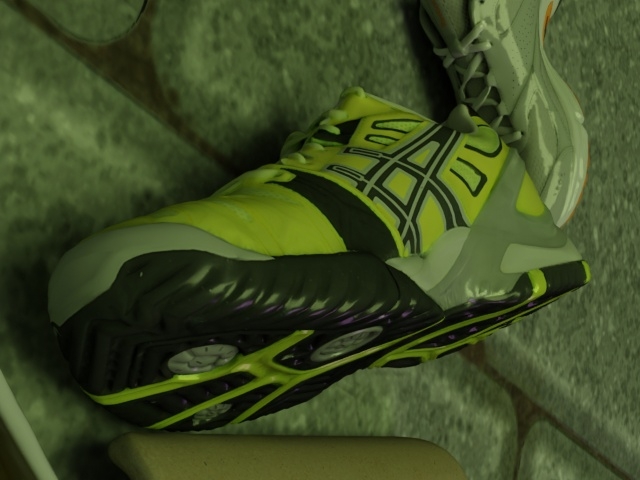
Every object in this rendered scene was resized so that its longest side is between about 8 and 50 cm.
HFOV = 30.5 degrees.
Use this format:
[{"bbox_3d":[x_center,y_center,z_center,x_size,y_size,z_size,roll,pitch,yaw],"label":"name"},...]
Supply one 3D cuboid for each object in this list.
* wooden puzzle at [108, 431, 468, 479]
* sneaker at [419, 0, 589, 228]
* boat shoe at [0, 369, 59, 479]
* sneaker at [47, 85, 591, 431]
[{"bbox_3d":[0.038,0.261,0.593,0.322,0.081,0.347,17,43,-58],"label":"wooden puzzle"},{"bbox_3d":[0.113,-0.125,0.823,0.121,0.099,0.262,9,73,-47],"label":"sneaker"},{"bbox_3d":[-0.101,0.177,0.426,0.136,0.157,0.367,-37,117,-50],"label":"boat shoe"},{"bbox_3d":[0.000,0.000,0.634,0.385,0.145,0.147,-4,66,-55],"label":"sneaker"}]
